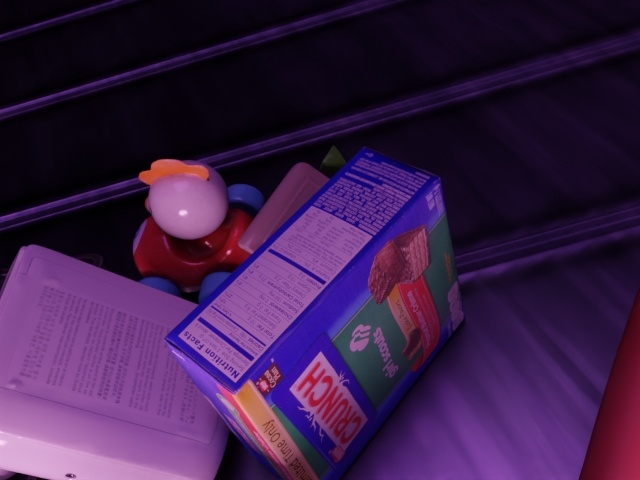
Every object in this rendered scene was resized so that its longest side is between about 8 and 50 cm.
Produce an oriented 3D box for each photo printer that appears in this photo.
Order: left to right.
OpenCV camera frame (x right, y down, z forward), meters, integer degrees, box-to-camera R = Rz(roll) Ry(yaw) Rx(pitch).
[{"bbox_3d":[-0.247,0.165,0.769,0.107,0.307,0.256,-44,33,38],"label":"photo printer"}]

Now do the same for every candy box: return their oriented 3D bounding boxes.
[{"bbox_3d":[0.021,0.100,0.737,0.122,0.268,0.317,28,63,38],"label":"candy box"}]

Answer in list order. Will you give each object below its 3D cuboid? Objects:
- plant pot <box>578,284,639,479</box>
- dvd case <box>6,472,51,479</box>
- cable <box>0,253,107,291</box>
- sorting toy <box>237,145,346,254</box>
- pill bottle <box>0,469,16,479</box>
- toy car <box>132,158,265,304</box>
[{"bbox_3d":[0.383,0.176,0.587,0.274,0.275,0.243,26,71,33],"label":"plant pot"},{"bbox_3d":[-0.333,0.293,0.843,0.164,0.018,0.221,22,59,32],"label":"dvd case"},{"bbox_3d":[-0.498,0.080,1.071,0.287,0.072,0.139,-14,29,-12],"label":"cable"},{"bbox_3d":[0.000,0.000,0.949,0.195,0.047,0.348,32,58,1],"label":"sorting toy"},{"bbox_3d":[-0.464,0.243,0.814,0.271,0.152,0.152,-18,47,11],"label":"pill bottle"},{"bbox_3d":[-0.203,-0.037,0.941,0.210,0.238,0.219,-4,49,13],"label":"toy car"}]
